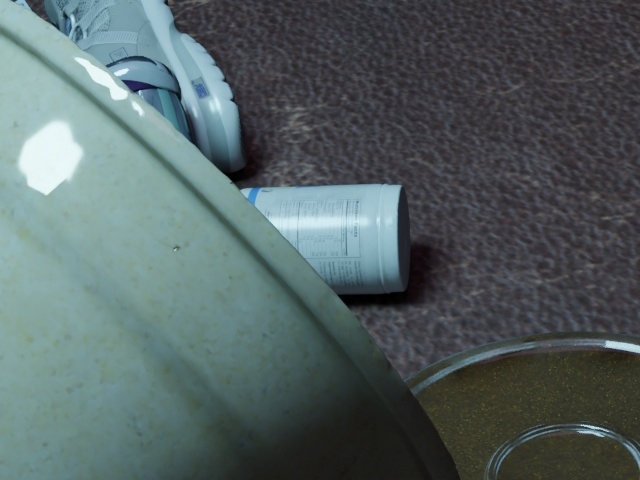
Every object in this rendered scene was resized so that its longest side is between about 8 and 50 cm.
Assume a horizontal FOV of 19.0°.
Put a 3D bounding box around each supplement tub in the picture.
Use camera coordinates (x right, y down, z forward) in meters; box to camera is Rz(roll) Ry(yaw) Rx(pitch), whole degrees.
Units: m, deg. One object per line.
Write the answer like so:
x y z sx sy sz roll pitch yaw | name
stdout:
0.000 0.000 1.199 0.107 0.071 0.071 -1 34 9 | supplement tub

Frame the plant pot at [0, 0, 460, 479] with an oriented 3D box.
-0.161 0.111 0.858 0.305 0.334 0.334 -44 44 -12 | plant pot

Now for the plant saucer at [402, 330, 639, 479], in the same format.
0.130 0.138 0.990 0.311 0.050 0.310 -6 34 4 | plant saucer

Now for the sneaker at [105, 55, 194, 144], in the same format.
-0.182 -0.030 1.255 0.224 0.083 0.098 -30 66 12 | sneaker

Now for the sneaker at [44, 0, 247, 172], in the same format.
-0.158 -0.130 1.393 0.115 0.105 0.281 -20 36 -18 | sneaker

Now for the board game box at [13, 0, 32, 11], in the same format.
-0.293 -0.122 1.435 0.103 0.026 0.154 -22 16 48 | board game box
